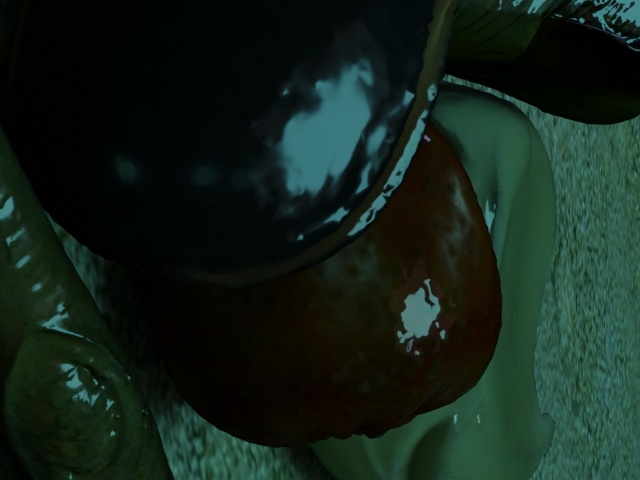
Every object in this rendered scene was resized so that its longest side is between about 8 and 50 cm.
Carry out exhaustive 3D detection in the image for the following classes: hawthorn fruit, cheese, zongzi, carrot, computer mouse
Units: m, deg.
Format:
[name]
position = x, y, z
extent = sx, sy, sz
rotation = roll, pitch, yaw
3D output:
[hawthorn fruit]
position = 0.000, 0.000, 0.959
extent = 0.179, 0.179, 0.200
rotation = 9, 76, -68
[cheese]
position = 0.071, 0.035, 1.197
extent = 0.233, 0.127, 0.266
rotation = 44, 54, -62
[zongzi]
position = 0.062, -0.122, 1.069
extent = 0.286, 0.138, 0.300
rotation = 47, 49, -15
[carrot]
position = -0.124, 0.024, 0.792
extent = 0.070, 0.070, 0.342
rotation = -66, 149, -42
[computer mouse]
position = -0.024, -0.120, 0.867
extent = 0.116, 0.183, 0.323
rotation = 112, -3, -52
